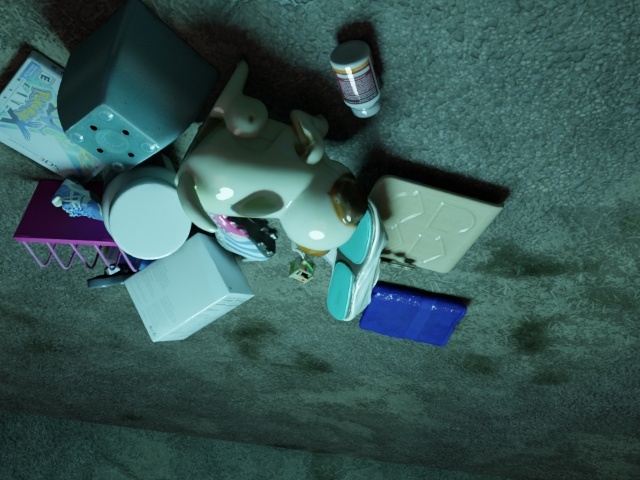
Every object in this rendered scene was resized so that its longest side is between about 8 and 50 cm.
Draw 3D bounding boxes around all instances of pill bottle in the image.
[{"bbox_3d":[0.079,-0.335,1.370,0.086,0.086,0.152,-5,141,17],"label":"pill bottle"},{"bbox_3d":[-0.408,-0.091,1.536,0.204,0.361,0.204,-5,107,-15],"label":"pill bottle"}]

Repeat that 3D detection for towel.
[{"bbox_3d":[0.295,0.237,2.122,0.308,0.076,0.227,12,136,-5],"label":"towel"}]

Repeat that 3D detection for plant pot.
[{"bbox_3d":[-0.403,-0.293,1.379,0.248,0.252,0.247,-23,135,35],"label":"plant pot"}]

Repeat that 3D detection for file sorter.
[{"bbox_3d":[-0.645,-0.031,1.819,0.291,0.202,0.182,3,145,7],"label":"file sorter"}]

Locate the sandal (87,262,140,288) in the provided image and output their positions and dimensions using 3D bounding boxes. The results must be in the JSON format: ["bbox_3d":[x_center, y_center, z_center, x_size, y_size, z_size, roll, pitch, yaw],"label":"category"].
[{"bbox_3d":[-0.587,0.094,1.880,0.097,0.054,0.254,-7,-178,2],"label":"sandal"}]

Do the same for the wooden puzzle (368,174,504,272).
[{"bbox_3d":[0.261,-0.050,1.737,0.348,0.080,0.322,11,144,-12],"label":"wooden puzzle"}]

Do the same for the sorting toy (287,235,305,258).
[{"bbox_3d":[-0.059,0.010,1.870,0.045,0.075,0.083,-20,136,33],"label":"sorting toy"}]

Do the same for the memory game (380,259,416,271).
[{"bbox_3d":[0.184,0.063,1.867,0.186,0.012,0.186,12,180,0],"label":"memory game"}]

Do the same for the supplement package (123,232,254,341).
[{"bbox_3d":[-0.371,0.138,1.870,0.263,0.199,0.198,-32,167,9],"label":"supplement package"}]

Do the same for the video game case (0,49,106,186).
[{"bbox_3d":[-0.646,-0.284,1.617,0.300,0.036,0.329,34,136,-31],"label":"video game case"}]

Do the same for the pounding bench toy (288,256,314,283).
[{"bbox_3d":[-0.046,0.087,1.991,0.065,0.052,0.083,27,139,-24],"label":"pounding bench toy"}]

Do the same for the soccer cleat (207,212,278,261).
[{"bbox_3d":[-0.255,-0.037,1.808,0.143,0.116,0.331,-15,138,27],"label":"soccer cleat"}]

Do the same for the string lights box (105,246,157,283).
[{"bbox_3d":[-0.533,0.088,2.061,0.260,0.076,0.133,9,143,-2],"label":"string lights box"}]

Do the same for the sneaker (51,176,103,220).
[{"bbox_3d":[-0.618,-0.089,1.704,0.211,0.081,0.080,26,156,32],"label":"sneaker"}]

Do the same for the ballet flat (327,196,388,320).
[{"bbox_3d":[0.106,0.036,1.679,0.139,0.139,0.400,9,127,-1],"label":"ballet flat"}]

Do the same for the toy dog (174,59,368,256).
[{"bbox_3d":[-0.084,-0.139,1.432,0.408,0.395,0.284,28,127,-15],"label":"toy dog"}]

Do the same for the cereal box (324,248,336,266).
[{"bbox_3d":[0.000,0.000,1.781,0.047,0.173,0.240,-43,132,-3],"label":"cereal box"}]
